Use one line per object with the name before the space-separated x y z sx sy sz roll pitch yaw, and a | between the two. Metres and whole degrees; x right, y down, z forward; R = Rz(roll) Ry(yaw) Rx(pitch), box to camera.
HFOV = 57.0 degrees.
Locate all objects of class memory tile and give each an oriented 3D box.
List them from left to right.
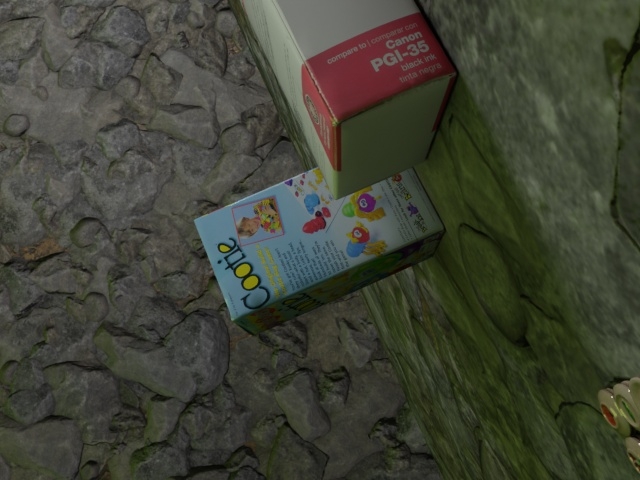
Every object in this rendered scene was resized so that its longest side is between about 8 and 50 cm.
memory tile | 0.241 0.163 0.392 0.113 0.012 0.148 76 170 -68

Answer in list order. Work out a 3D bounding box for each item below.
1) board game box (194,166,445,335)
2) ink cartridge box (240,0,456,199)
board game box | 0.000 0.000 0.779 0.142 0.275 0.144 79 167 -73
ink cartridge box | 0.006 -0.212 0.596 0.207 0.117 0.283 80 165 -76
